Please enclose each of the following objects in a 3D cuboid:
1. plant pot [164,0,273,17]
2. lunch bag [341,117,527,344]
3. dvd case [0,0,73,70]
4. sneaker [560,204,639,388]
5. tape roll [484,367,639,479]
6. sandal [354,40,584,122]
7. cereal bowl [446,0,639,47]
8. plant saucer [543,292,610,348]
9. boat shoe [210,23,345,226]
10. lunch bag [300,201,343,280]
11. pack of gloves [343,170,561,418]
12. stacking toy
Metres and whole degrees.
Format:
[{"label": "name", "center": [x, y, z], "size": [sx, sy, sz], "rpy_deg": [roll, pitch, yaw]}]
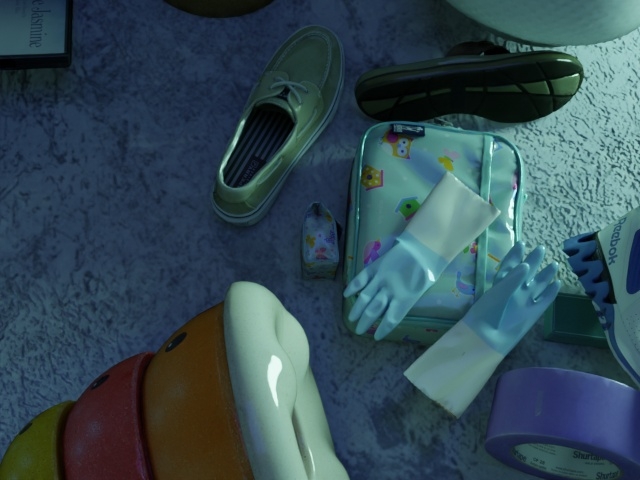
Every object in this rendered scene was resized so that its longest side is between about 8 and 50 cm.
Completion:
[{"label": "plant pot", "center": [-0.130, -0.455, 1.700], "size": [0.237, 0.254, 0.237], "rpy_deg": [2, 67, -5]}, {"label": "lunch bag", "center": [0.142, -0.013, 1.625], "size": [0.224, 0.108, 0.279], "rpy_deg": [6, 69, -2]}, {"label": "dvd case", "center": [-0.443, -0.274, 1.682], "size": [0.253, 0.022, 0.180], "rpy_deg": [-3, 43, -7]}, {"label": "sneaker", "center": [0.413, 0.059, 1.520], "size": [0.182, 0.127, 0.315], "rpy_deg": [-42, 45, 20]}, {"label": "tape roll", "center": [0.285, 0.215, 1.505], "size": [0.189, 0.189, 0.080], "rpy_deg": [14, 68, 0]}, {"label": "sandal", "center": [0.194, -0.217, 1.713], "size": [0.303, 0.120, 0.086], "rpy_deg": [-1, 55, -6]}, {"label": "cereal bowl", "center": [0.284, -0.349, 1.723], "size": [0.339, 0.141, 0.339], "rpy_deg": [7, 36, -5]}, {"label": "plant saucer", "center": [0.375, 0.103, 1.651], "size": [0.192, 0.018, 0.067], "rpy_deg": [7, 67, -1]}, {"label": "boat shoe", "center": [-0.046, -0.156, 1.672], "size": [0.109, 0.094, 0.302], "rpy_deg": [22, 68, 4]}, {"label": "lunch bag", "center": [0.000, 0.000, 1.627], "size": [0.053, 0.071, 0.083], "rpy_deg": [-3, 68, -5]}, {"label": "pack of gloves", "center": [0.155, 0.053, 1.521], "size": [0.195, 0.046, 0.232], "rpy_deg": [39, 73, 8]}, {"label": "stacking toy", "center": [-0.224, 0.266, 1.410], "size": [0.480, 0.350, 0.350], "rpy_deg": [-16, 70, 5]}]
